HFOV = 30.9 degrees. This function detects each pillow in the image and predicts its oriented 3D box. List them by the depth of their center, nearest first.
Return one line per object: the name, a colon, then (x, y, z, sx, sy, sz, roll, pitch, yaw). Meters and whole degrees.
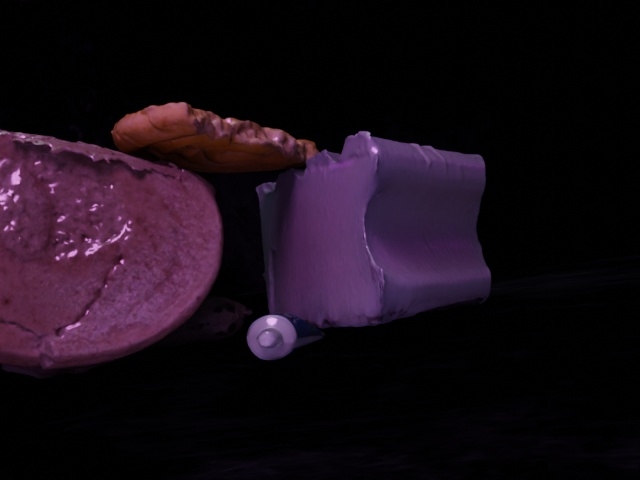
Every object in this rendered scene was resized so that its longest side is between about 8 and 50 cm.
pillow: (-0.138, 0.083, 1.162, 0.093, 0.051, 0.241, -8, -3, -40)

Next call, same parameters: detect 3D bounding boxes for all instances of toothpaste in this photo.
toothpaste: (-0.030, 0.073, 0.916, 0.057, 0.035, 0.197, 11, -1, 5)

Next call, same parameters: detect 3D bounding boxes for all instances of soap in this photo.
soap: (0.000, 0.000, 1.046, 0.257, 0.159, 0.302, -5, -4, 26)

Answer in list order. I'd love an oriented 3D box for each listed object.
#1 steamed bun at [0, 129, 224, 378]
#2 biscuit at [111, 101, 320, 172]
steamed bun: (-0.240, 0.023, 1.020, 0.301, 0.199, 0.251, 8, -9, -16)
biscuit: (-0.106, -0.084, 1.038, 0.144, 0.033, 0.224, -6, -8, 26)
